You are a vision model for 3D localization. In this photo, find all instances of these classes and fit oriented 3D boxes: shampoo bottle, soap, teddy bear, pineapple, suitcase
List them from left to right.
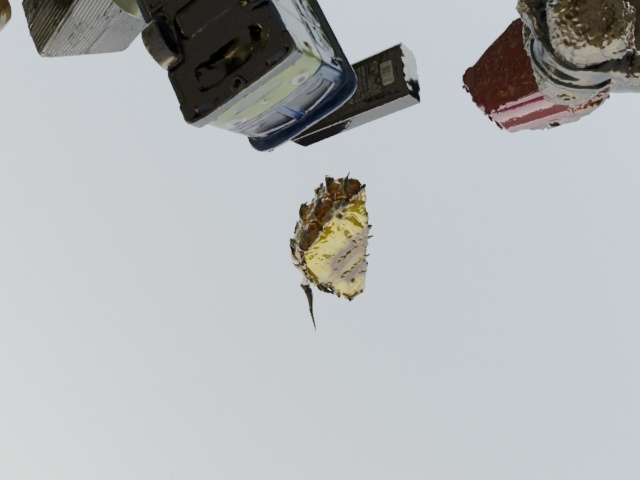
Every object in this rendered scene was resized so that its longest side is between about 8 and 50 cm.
[{"bbox_3d":[-0.449,-0.510,1.588,0.229,0.335,0.152,-16,-98,-41],"label":"suitcase"},{"bbox_3d":[-0.005,0.002,1.499,0.158,0.335,0.161,-33,-124,-17],"label":"pineapple"},{"bbox_3d":[0.018,-0.230,1.312,0.309,0.071,0.098,-16,-108,30],"label":"shampoo bottle"},{"bbox_3d":[0.372,-0.287,1.297,0.112,0.289,0.182,24,-111,-34],"label":"soap"},{"bbox_3d":[0.315,-0.231,0.948,0.181,0.251,0.129,20,-87,12],"label":"teddy bear"}]

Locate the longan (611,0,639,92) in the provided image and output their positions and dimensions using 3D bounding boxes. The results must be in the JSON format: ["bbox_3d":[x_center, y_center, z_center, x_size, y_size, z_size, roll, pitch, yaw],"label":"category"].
[{"bbox_3d":[0.580,-0.401,1.448,0.248,0.248,0.248,3,-107,-10],"label":"longan"}]

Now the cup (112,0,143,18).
[{"bbox_3d":[-0.233,-0.345,1.035,0.054,0.075,0.083,44,-67,14],"label":"cup"}]

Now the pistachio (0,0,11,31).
[{"bbox_3d":[-0.698,-0.459,1.506,0.237,0.137,0.153,31,-92,30],"label":"pistachio"}]

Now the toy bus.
[{"bbox_3d":[-0.098,-0.248,0.777,0.138,0.175,0.288,-30,-106,19],"label":"toy bus"}]
